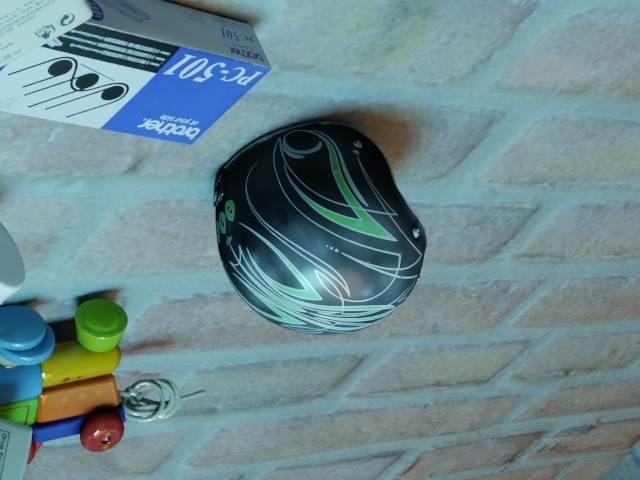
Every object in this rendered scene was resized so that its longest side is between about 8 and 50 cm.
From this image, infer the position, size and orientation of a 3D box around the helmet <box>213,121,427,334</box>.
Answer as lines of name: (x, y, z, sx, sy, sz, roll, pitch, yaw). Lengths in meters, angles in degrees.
helmet: (0.000, 0.000, 1.342, 0.169, 0.161, 0.169, -21, 155, -10)

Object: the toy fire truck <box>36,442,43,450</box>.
toy fire truck: (-0.338, 0.225, 1.494, 0.192, 0.135, 0.047, -21, 155, -9)

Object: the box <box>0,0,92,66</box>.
box: (-0.218, -0.198, 0.819, 0.094, 0.113, 0.275, -27, 156, 1)

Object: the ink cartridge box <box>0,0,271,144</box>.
ink cartridge box: (-0.140, -0.123, 1.112, 0.097, 0.046, 0.207, -40, 151, 31)

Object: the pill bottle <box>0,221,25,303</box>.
pill bottle: (-0.329, 0.056, 1.197, 0.215, 0.117, 0.117, -33, 154, 14)

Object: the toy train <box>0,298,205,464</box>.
toy train: (-0.202, 0.110, 1.460, 0.248, 0.105, 0.143, -10, 137, -31)

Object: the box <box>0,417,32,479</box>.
box: (-0.373, 0.210, 1.315, 0.232, 0.148, 0.127, 19, 137, -17)
